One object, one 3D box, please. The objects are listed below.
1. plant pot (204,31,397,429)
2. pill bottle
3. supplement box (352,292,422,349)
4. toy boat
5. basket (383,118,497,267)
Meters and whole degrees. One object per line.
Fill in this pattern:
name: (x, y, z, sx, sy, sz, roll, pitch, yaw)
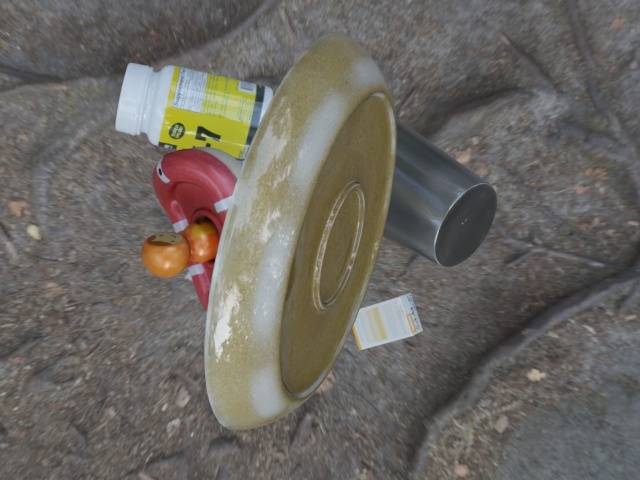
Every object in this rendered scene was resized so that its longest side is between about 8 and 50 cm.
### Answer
plant pot: (0.000, 0.000, 0.577, 0.032, 0.236, 0.236, 15, 88, 16)
pill bottle: (-0.180, -0.184, 1.428, 0.208, 0.119, 0.119, 11, 88, -9)
supplement box: (0.097, 0.122, 1.499, 0.098, 0.036, 0.062, -19, 87, 33)
toy boat: (-0.154, 0.001, 1.238, 0.151, 0.151, 0.231, -18, 87, -38)
basket: (0.118, -0.070, 1.384, 0.154, 0.204, 0.227, -39, 52, -22)
